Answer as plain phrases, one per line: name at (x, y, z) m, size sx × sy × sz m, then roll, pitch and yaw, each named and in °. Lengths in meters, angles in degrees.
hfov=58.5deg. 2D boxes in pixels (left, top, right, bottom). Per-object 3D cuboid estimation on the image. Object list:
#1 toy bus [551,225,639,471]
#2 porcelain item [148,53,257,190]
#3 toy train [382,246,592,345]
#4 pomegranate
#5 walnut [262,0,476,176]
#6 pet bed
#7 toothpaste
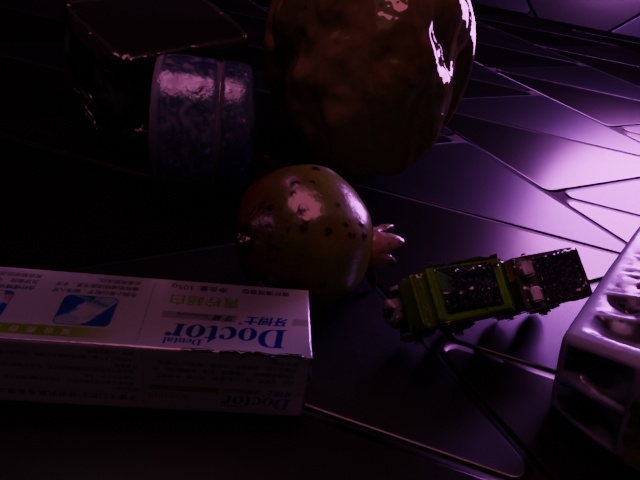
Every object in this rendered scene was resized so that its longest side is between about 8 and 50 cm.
toy bus at (0.317, 0.067, 0.499) m, size 0.136 × 0.109 × 0.329 m, roll 20°, pitch 33°, yaw 34°
porcelain item at (-0.130, -0.131, 0.649) m, size 0.114 × 0.147 × 0.147 m, roll 4°, pitch 33°, yaw -12°
toy train at (0.151, 0.044, 0.499) m, size 0.202 × 0.081 × 0.060 m, roll -7°, pitch 75°, yaw -25°
pomegranate at (-0.006, -0.002, 0.512) m, size 0.129 × 0.129 × 0.159 m, roll 27°, pitch 12°, yaw 26°
walnut at (0.061, -0.233, 0.736) m, size 0.253 × 0.277 × 0.282 m, roll -12°, pitch 26°, yaw -17°
pet bed at (-0.223, -0.227, 0.776) m, size 0.211 × 0.159 × 0.183 m, roll -26°, pitch 58°, yaw -36°
toothpaste at (-0.175, 0.068, 0.404) m, size 0.336 × 0.067 × 0.081 m, roll 5°, pitch 32°, yaw -7°
